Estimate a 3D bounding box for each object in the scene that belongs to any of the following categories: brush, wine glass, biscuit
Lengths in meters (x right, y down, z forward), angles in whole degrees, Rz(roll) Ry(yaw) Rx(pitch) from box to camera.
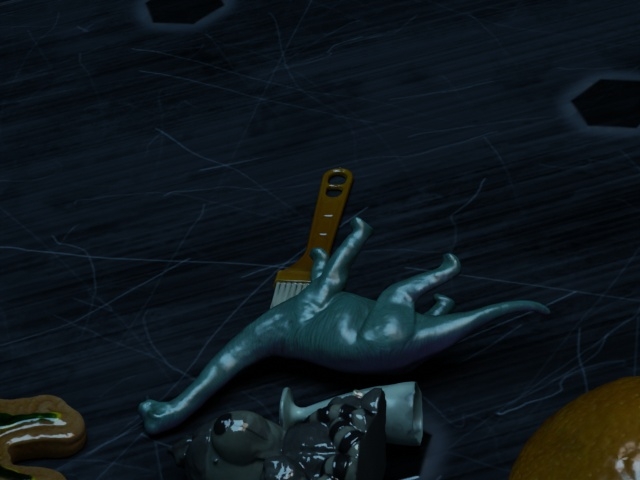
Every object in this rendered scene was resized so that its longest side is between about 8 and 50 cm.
[{"bbox_3d":[0.000,0.000,2.439,0.090,0.017,0.314,2,39,10],"label":"brush"},{"bbox_3d":[0.036,0.195,2.139,0.155,0.073,0.073,-2,38,14],"label":"wine glass"},{"bbox_3d":[-0.436,0.247,2.184,0.334,0.047,0.202,0,39,12],"label":"biscuit"}]

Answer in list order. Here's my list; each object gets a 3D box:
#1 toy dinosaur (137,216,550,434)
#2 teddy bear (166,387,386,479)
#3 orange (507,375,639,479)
[{"bbox_3d":[0.023,0.146,2.201,0.384,0.129,0.331,17,56,26],"label":"toy dinosaur"},{"bbox_3d":[-0.051,0.249,2.030,0.251,0.144,0.171,-7,52,7],"label":"teddy bear"},{"bbox_3d":[0.344,0.278,1.765,0.357,0.322,0.322,0,38,17],"label":"orange"}]
